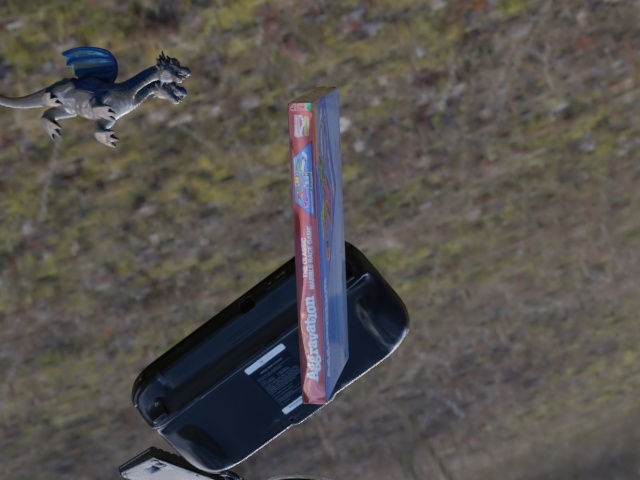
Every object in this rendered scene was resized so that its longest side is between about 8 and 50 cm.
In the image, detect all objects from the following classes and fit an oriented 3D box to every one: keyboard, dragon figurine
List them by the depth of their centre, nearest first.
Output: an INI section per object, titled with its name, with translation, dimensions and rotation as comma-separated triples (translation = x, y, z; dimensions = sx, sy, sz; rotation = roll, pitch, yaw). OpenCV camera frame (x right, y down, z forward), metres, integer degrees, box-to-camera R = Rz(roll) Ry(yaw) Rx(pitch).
[keyboard]
translation = -0.145, 0.288, 1.611
dimensions = 0.180, 0.023, 0.108
rotation = 26, 141, -34
[dragon figurine]
translation = -0.328, -0.214, 1.854
dimensions = 0.289, 0.144, 0.085
rotation = 8, 134, 10

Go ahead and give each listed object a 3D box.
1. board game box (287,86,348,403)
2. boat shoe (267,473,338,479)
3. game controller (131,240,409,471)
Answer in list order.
[board game box]
translation = 0.000, 0.000, 1.264
dimensions = 0.027, 0.281, 0.145
rotation = -1, -168, 9
[boat shoe]
translation = 0.024, 0.368, 1.797
dimensions = 0.206, 0.065, 0.075
rotation = 15, 152, -6
[game controller]
translation = -0.056, 0.137, 1.502
dimensions = 0.319, 0.067, 0.166
rotation = -36, 122, 10
